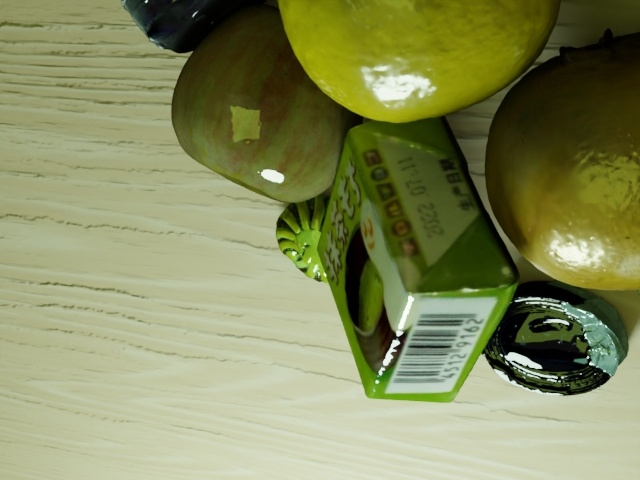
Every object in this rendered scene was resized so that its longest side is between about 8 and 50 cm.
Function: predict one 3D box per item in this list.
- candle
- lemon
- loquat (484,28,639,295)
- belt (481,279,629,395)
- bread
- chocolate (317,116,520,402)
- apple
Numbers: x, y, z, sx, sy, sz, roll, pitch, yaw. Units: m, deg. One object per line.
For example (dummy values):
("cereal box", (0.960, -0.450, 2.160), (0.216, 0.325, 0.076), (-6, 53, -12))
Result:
("candle", (-0.216, -0.430, 1.432), (0.221, 0.221, 0.342), (-35, 92, 31))
("lemon", (0.107, -0.302, 1.251), (0.348, 0.348, 0.348), (9, 115, 19))
("loquat", (0.358, -0.072, 1.281), (0.328, 0.328, 0.359), (-11, 114, 27))
("belt", (0.326, 0.133, 1.526), (0.198, 0.078, 0.151), (11, 112, 20))
("bread", (0.000, 0.000, 1.611), (0.130, 0.071, 0.139), (-19, 104, 24))
("chocolate", (0.106, 0.024, 1.398), (0.137, 0.288, 0.301), (-7, 146, -17))
("apple", (-0.066, -0.181, 1.464), (0.257, 0.257, 0.233), (20, 88, 14))
